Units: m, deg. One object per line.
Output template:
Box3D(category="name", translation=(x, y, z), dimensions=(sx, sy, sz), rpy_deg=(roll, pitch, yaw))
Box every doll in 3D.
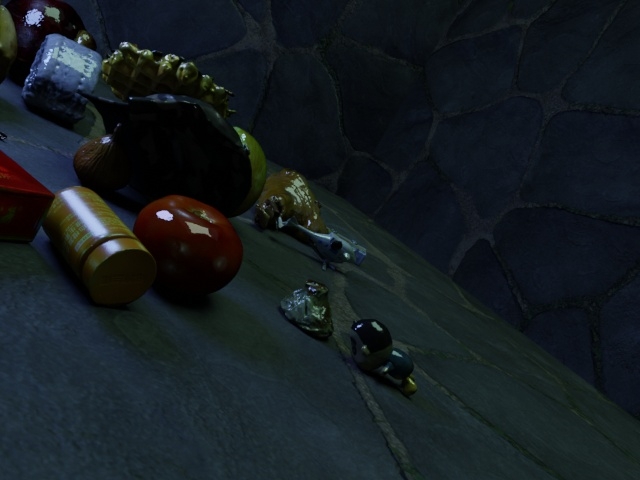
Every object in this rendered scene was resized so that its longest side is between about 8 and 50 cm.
Box3D(category="doll", translation=(0.115, 0.222, 1.111), dimensions=(0.179, 0.089, 0.102), rpy_deg=(54, 8, -5))

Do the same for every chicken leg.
Box3D(category="chicken leg", translation=(-0.097, -0.090, 1.900), dimensions=(0.295, 0.182, 0.409), rpy_deg=(46, 18, -2))

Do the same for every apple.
Box3D(category="apple", translation=(-0.260, -0.185, 1.512), dimensions=(0.246, 0.226, 0.246), rpy_deg=(24, -19, 9))

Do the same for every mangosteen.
Box3D(category="mangosteen", translation=(-0.831, -0.606, 1.781), dimensions=(0.293, 0.297, 0.297), rpy_deg=(-9, 9, 4))

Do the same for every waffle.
Box3D(category="waffle", translation=(-0.335, -0.323, 1.307), dimensions=(0.329, 0.062, 0.329), rpy_deg=(13, -16, 4))

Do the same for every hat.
Box3D(category="hat", translation=(-0.345, -0.233, 1.299), dimensions=(0.382, 0.257, 0.366), rpy_deg=(48, -22, 37))

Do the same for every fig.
Box3D(category="fig", translation=(-0.454, -0.182, 1.220), dimensions=(0.119, 0.153, 0.119), rpy_deg=(9, 20, -3))

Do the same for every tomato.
Box3D(category="tomato", translation=(-0.222, 0.011, 0.969), dimensions=(0.195, 0.136, 0.195), rpy_deg=(30, 12, -7))

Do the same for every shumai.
Box3D(category="shumai", translation=(-0.011, 0.129, 1.158), dimensions=(0.123, 0.087, 0.099), rpy_deg=(35, 9, 14))

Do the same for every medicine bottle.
Box3D(category="medicine bottle", translation=(-0.319, 0.004, 0.828), dimensions=(0.192, 0.096, 0.096), rpy_deg=(39, 12, 37))

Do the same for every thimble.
Box3D(category="thimble", translation=(-0.715, -0.444, 1.608), dimensions=(0.157, 0.217, 0.246), rpy_deg=(20, 32, -33))

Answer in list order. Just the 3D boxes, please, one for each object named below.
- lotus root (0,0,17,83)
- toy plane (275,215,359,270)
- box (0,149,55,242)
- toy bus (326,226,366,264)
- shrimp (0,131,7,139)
Box3D(category="lotus root", translation=(-0.787, -0.463, 1.268), dimensions=(0.250, 0.316, 0.316), rpy_deg=(54, 20, 27))
Box3D(category="toy plane", translation=(-0.002, -0.007, 1.768), dimensions=(0.273, 0.107, 0.182), rpy_deg=(42, 20, -8))
Box3D(category="box", translation=(-0.545, -0.118, 0.792), dimensions=(0.313, 0.089, 0.197), rpy_deg=(34, 11, 23))
Box3D(category="toy bus", translation=(0.073, 0.019, 2.093), dimensions=(0.190, 0.064, 0.075), rpy_deg=(28, 22, -13))
Box3D(category="shrimp", translation=(-0.655, -0.214, 1.145), dimensions=(0.114, 0.023, 0.083), rpy_deg=(33, 6, 37))
